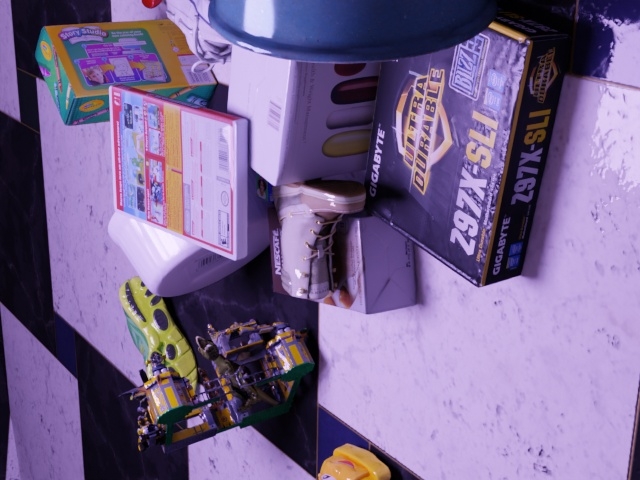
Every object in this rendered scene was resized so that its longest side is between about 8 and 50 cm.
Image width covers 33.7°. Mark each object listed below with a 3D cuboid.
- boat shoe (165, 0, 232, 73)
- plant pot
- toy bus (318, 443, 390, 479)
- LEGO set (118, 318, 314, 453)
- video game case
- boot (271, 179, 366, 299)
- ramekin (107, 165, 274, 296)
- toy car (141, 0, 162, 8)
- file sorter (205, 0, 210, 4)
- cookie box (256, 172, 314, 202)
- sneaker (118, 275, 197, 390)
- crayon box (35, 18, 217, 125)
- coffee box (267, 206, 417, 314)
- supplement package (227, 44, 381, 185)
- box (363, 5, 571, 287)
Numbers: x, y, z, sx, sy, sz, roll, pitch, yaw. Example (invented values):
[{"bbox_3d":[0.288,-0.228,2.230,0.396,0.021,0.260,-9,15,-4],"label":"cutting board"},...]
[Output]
[{"bbox_3d":[-0.173,-0.347,1.743,0.367,0.135,0.157,41,132,48],"label":"boat shoe"},{"bbox_3d":[0.029,-0.414,1.158,0.341,0.341,0.334,38,141,46],"label":"plant pot"},{"bbox_3d":[0.008,0.455,1.657,0.149,0.211,0.220,19,115,55],"label":"toy bus"},{"bbox_3d":[-0.186,0.210,1.812,0.255,0.331,0.192,94,152,-61],"label":"LEGO set"},{"bbox_3d":[-0.211,-0.105,1.546,0.285,0.025,0.204,20,118,39],"label":"video game case"},{"bbox_3d":[0.000,0.000,1.459,0.213,0.077,0.165,7,101,61],"label":"boot"},{"bbox_3d":[-0.203,-0.021,1.777,0.135,0.277,0.277,60,144,14],"label":"ramekin"},{"bbox_3d":[-0.288,-0.567,1.924,0.225,0.053,0.239,-21,83,57],"label":"toy car"},{"bbox_3d":[-0.066,-0.460,1.488,0.173,0.192,0.278,48,137,42],"label":"file sorter"},{"bbox_3d":[-0.055,-0.122,1.673,0.040,0.091,0.107,25,121,49],"label":"cookie box"},{"bbox_3d":[-0.337,0.217,2.237,0.123,0.109,0.296,109,140,-74],"label":"sneaker"},{"bbox_3d":[-0.345,-0.305,1.887,0.165,0.278,0.081,62,144,24],"label":"crayon box"},{"bbox_3d":[0.028,0.021,1.582,0.246,0.098,0.141,8,104,56],"label":"coffee box"},{"bbox_3d":[-0.005,-0.204,1.464,0.149,0.203,0.194,41,133,43],"label":"supplement package"},{"bbox_3d":[0.170,-0.140,1.332,0.257,0.079,0.322,37,129,44],"label":"box"}]
